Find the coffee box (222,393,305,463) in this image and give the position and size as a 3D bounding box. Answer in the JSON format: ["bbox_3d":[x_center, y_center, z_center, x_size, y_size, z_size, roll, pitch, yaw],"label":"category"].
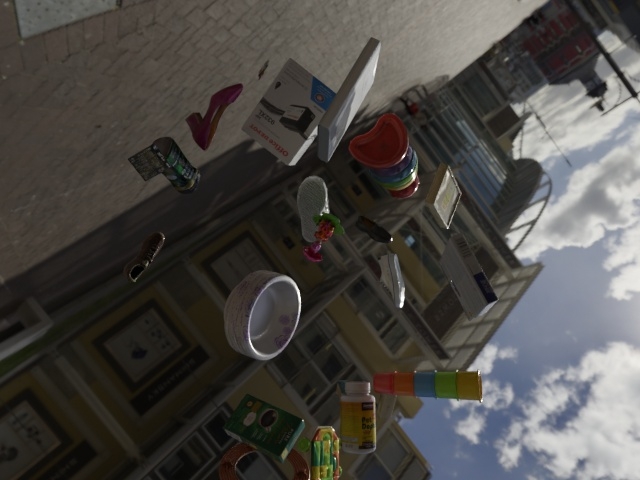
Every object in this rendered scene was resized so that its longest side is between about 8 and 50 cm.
[{"bbox_3d":[-0.145,0.478,1.198,0.184,0.040,0.113,13,-136,27],"label":"coffee box"}]

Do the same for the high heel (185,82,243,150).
[{"bbox_3d":[-0.312,-0.382,1.452,0.244,0.117,0.082,-28,-176,22],"label":"high heel"}]

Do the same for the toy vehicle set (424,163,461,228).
[{"bbox_3d":[0.487,-0.169,1.843,0.267,0.035,0.166,37,74,-57],"label":"toy vehicle set"}]

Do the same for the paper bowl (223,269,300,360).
[{"bbox_3d":[-0.203,0.238,1.543,0.148,0.284,0.284,10,-146,34],"label":"paper bowl"}]

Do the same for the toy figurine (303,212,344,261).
[{"bbox_3d":[0.000,0.000,1.703,0.159,0.130,0.173,-63,180,-17],"label":"toy figurine"}]

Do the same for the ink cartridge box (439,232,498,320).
[{"bbox_3d":[0.441,0.116,1.415,0.045,0.223,0.224,-22,159,-4],"label":"ink cartridge box"}]

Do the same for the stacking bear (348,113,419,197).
[{"bbox_3d":[0.236,-0.232,1.489,0.175,0.164,0.289,-38,148,6],"label":"stacking bear"}]

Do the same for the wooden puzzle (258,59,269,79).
[{"bbox_3d":[-0.174,-0.524,1.429,0.049,0.006,0.083,-45,-152,28],"label":"wooden puzzle"}]

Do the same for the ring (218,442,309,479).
[{"bbox_3d":[-0.204,0.840,1.730,0.336,0.337,0.032,-48,148,-74],"label":"ring"}]

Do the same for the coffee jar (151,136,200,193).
[{"bbox_3d":[-0.441,-0.224,1.432,0.079,0.096,0.184,-1,152,17],"label":"coffee jar"}]

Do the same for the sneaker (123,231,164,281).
[{"bbox_3d":[-0.578,0.060,1.560,0.188,0.066,0.071,-52,-136,2],"label":"sneaker"}]

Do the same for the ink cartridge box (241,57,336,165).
[{"bbox_3d":[-0.104,-0.458,1.700,0.307,0.223,0.129,-52,-179,14],"label":"ink cartridge box"}]

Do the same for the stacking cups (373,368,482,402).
[{"bbox_3d":[0.316,0.425,1.404,0.316,0.096,0.096,-3,-162,23],"label":"stacking cups"}]

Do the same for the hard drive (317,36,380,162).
[{"bbox_3d":[0.079,-0.397,1.344,0.307,0.040,0.203,-61,173,-14],"label":"hard drive"}]

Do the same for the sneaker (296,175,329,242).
[{"bbox_3d":[-0.028,-0.151,1.939,0.127,0.126,0.321,-72,170,-47],"label":"sneaker"}]

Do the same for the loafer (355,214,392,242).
[{"bbox_3d":[0.221,-0.046,1.926,0.062,0.170,0.061,-54,165,-27],"label":"loafer"}]

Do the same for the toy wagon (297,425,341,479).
[{"bbox_3d":[0.005,0.997,2.045,0.068,0.344,0.267,-15,154,32],"label":"toy wagon"}]

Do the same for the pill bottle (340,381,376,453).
[{"bbox_3d":[0.123,0.580,1.545,0.117,0.215,0.117,0,167,0],"label":"pill bottle"}]

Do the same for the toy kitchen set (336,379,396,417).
[{"bbox_3d":[0.190,0.651,1.990,0.166,0.207,0.122,-120,-142,-65],"label":"toy kitchen set"}]

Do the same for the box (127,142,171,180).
[{"bbox_3d":[-0.407,-0.185,1.113,0.083,0.067,0.018,-20,-153,29],"label":"box"}]

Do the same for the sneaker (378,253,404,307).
[{"bbox_3d":[0.325,0.186,2.160,0.091,0.258,0.094,-7,-173,28],"label":"sneaker"}]
